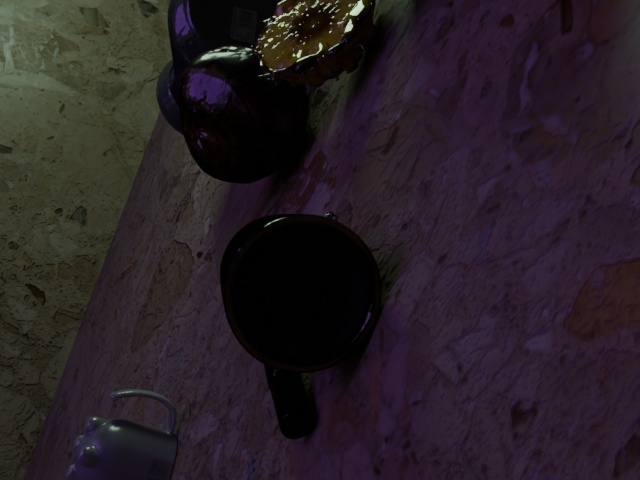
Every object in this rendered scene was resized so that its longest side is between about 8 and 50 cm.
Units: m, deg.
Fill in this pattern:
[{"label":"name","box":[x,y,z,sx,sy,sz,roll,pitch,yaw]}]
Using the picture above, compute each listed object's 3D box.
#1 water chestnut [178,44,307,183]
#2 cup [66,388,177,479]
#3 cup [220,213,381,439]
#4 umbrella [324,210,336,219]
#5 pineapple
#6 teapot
[{"label":"water chestnut","box":[-0.113,-0.210,1.689,0.238,0.223,0.224,-28,2,-24]},{"label":"cup","box":[-0.308,0.333,1.687,0.173,0.142,0.134,-60,18,24]},{"label":"cup","box":[-0.050,0.080,1.187,0.239,0.166,0.177,-66,14,1]},{"label":"umbrella","box":[0.002,0.001,1.371,0.083,0.020,0.031,-67,17,-16]},{"label":"pineapple","box":[0.001,-0.294,1.547,0.225,0.076,0.224,-22,42,22]},{"label":"teapot","box":[-0.164,-0.312,1.943,0.344,0.253,0.300,134,122,-65]}]
